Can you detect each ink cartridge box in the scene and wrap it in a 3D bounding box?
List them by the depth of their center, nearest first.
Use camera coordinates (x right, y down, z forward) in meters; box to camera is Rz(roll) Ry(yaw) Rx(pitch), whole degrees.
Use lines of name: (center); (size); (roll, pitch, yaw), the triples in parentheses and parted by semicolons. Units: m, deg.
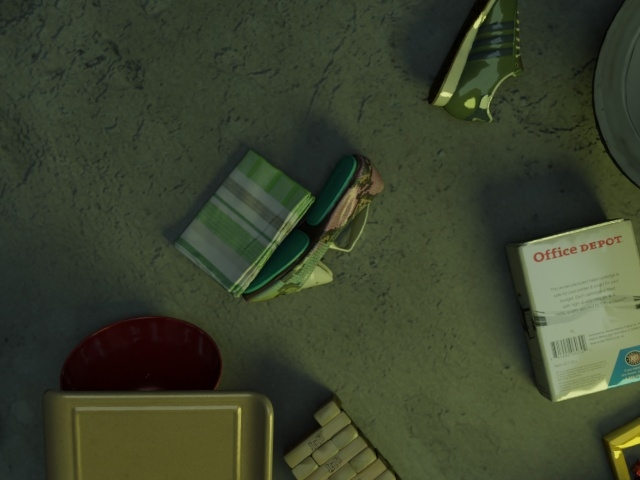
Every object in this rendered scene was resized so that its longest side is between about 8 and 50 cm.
ink cartridge box: (0.313, 0.080, 1.327); (0.140, 0.082, 0.190); (-13, 91, -3)

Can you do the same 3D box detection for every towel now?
towel: (-0.093, -0.023, 1.312); (0.113, 0.023, 0.152); (37, 89, 24)

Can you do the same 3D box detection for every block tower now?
block tower: (0.085, 0.341, 1.307); (0.097, 0.091, 0.335); (-38, 88, -1)

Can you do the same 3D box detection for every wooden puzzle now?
wooden puzzle: (-0.171, 0.253, 1.182); (0.239, 0.044, 0.221); (2, 111, -1)

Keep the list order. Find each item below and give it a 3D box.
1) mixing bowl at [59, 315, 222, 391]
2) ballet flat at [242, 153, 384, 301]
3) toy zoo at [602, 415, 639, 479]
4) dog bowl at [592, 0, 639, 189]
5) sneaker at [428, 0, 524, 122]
mixing bowl: (-0.200, 0.183, 1.278); (0.181, 0.181, 0.098); (-4, 128, -3)
ballet flat: (0.000, 0.000, 1.322); (0.079, 0.077, 0.221); (39, 89, -28)
toy zoo: (0.465, 0.310, 1.365); (0.192, 0.030, 0.293); (-18, 92, -2)
dog bowl: (0.515, -0.166, 1.205); (0.408, 0.150, 0.408); (-16, 57, 26)
sneaker: (0.207, -0.228, 1.329); (0.086, 0.064, 0.192); (28, 90, -11)
